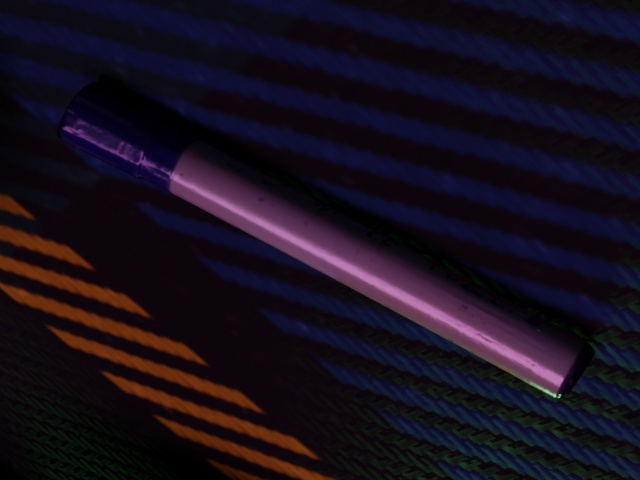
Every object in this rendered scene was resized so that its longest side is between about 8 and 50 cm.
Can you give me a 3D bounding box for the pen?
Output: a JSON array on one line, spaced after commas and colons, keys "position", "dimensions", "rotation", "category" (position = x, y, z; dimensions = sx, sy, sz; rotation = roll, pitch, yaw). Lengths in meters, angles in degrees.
[{"position": [0.000, 0.000, 0.895], "dimensions": [0.269, 0.033, 0.033], "rotation": [28, 148, 10], "category": "pen"}]
